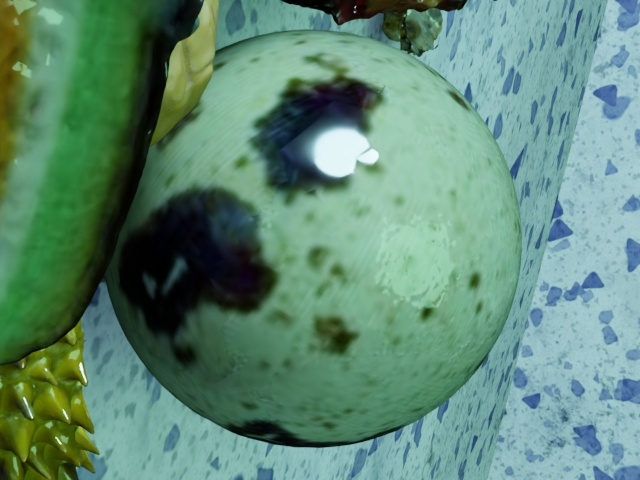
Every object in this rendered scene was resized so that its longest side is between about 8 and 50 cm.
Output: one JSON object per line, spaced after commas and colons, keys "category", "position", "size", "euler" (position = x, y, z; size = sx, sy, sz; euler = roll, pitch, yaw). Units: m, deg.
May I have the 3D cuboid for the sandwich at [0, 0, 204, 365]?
{"category": "sandwich", "position": [-0.199, -0.071, 0.327], "size": [0.301, 0.162, 0.250], "euler": [-10, 128, -32]}

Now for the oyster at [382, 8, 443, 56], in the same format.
{"category": "oyster", "position": [0.100, -0.255, 1.143], "size": [0.148, 0.051, 0.103], "euler": [-50, 137, -65]}

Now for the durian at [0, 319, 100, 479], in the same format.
{"category": "durian", "position": [-0.209, 0.075, 0.508], "size": [0.186, 0.153, 0.261], "euler": [-36, 135, -22]}

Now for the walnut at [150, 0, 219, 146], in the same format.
{"category": "walnut", "position": [-0.131, -0.130, 0.493], "size": [0.159, 0.159, 0.207], "euler": [-64, 153, -27]}

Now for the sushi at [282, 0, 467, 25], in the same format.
{"category": "sushi", "position": [0.037, -0.273, 0.788], "size": [0.343, 0.181, 0.197], "euler": [-34, 134, -64]}

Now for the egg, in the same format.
{"category": "egg", "position": [0.000, 0.000, 0.735], "size": [0.379, 0.287, 0.288], "euler": [-11, 115, -80]}
